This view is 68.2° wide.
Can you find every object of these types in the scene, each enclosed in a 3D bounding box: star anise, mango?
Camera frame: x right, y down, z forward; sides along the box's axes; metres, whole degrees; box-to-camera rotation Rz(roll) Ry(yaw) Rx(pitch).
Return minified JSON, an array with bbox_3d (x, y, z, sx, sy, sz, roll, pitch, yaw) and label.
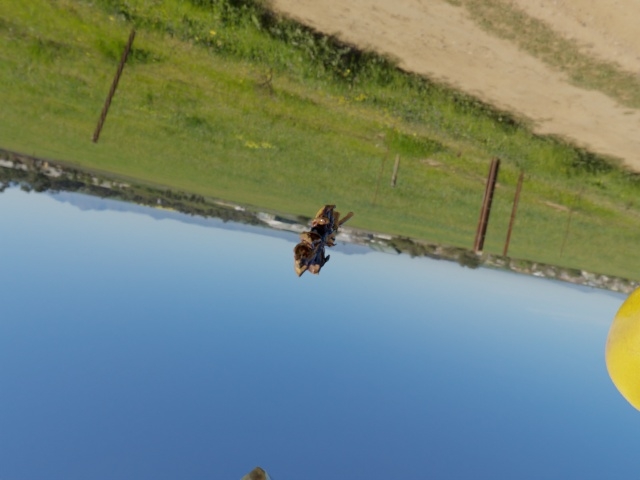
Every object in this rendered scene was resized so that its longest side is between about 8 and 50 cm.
[{"bbox_3d":[0.003,0.001,1.068,0.073,0.177,0.234,31,-173,20],"label":"star anise"},{"bbox_3d":[0.824,0.246,1.066,0.299,0.446,0.232,19,-136,25],"label":"mango"}]

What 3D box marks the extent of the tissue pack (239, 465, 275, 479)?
[{"bbox_3d":[-0.002,0.426,0.486,0.316,0.103,0.228,49,167,47],"label":"tissue pack"}]
